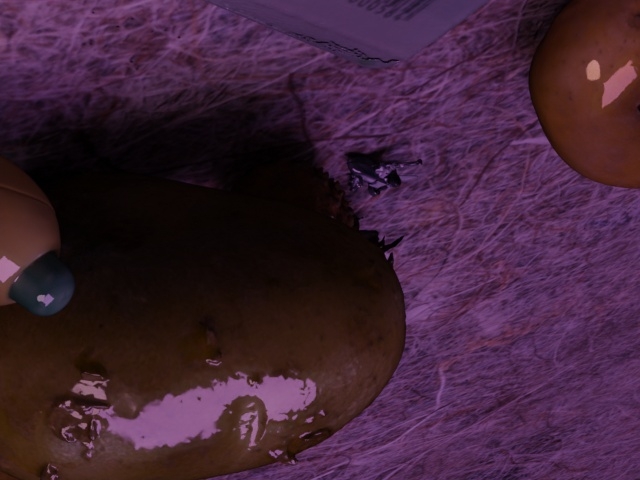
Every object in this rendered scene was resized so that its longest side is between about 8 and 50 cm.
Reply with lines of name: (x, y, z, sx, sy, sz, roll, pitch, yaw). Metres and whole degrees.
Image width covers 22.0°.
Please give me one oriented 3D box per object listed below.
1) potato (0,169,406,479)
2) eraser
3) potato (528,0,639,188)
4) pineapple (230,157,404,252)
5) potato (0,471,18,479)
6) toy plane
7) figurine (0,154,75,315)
potato: (-0.116, 0.072, 1.254, 0.359, 0.270, 0.219, 3, 131, 8)
eraser: (0.018, -0.201, 1.110, 0.174, 0.081, 0.227, -32, 156, 27)
potato: (0.253, -0.131, 1.399, 0.150, 0.146, 0.234, -61, 147, -19)
pineapple: (0.000, 0.000, 1.482, 0.125, 0.125, 0.251, -28, 162, 10)
potato: (-0.271, 0.292, 1.699, 0.242, 0.242, 0.285, 5, 143, -47)
toy plane: (0.051, -0.060, 1.494, 0.078, 0.031, 0.083, -23, 162, 32)
figurine: (-0.332, 0.032, 1.098, 0.324, 0.222, 0.124, -19, 158, -14)
